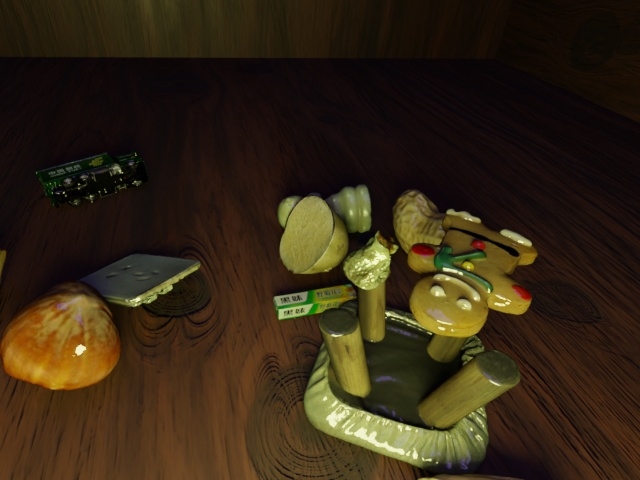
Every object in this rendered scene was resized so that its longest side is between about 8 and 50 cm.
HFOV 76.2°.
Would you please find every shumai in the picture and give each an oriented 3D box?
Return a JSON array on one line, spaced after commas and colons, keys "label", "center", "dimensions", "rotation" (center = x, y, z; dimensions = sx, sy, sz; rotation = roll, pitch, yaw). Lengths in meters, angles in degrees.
[{"label": "shumai", "center": [0.076, 0.022, 0.630], "dimensions": [0.082, 0.080, 0.083], "rotation": [9, 38, 9]}]

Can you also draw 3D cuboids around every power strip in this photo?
[{"label": "power strip", "center": [-0.378, 0.094, 0.847], "dimensions": [0.213, 0.065, 0.198], "rotation": [5, 20, 25]}]

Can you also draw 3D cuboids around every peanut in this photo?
[{"label": "peanut", "center": [0.281, -0.012, 1.006], "dimensions": [0.140, 0.153, 0.325], "rotation": [-11, 47, -27]}]

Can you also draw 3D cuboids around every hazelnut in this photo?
[{"label": "hazelnut", "center": [-0.427, 0.159, 0.674], "dimensions": [0.182, 0.182, 0.182], "rotation": [3, 37, -3]}]

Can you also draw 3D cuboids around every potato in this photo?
[{"label": "potato", "center": [0.000, 0.000, 0.980], "dimensions": [0.117, 0.182, 0.202], "rotation": [24, 15, -36]}]

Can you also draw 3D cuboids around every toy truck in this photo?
[{"label": "toy truck", "center": [-0.640, -0.179, 1.166], "dimensions": [0.259, 0.088, 0.121], "rotation": [-27, 48, -34]}]

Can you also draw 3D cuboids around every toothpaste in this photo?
[{"label": "toothpaste", "center": [-0.009, 0.131, 0.876], "dimensions": [0.178, 0.037, 0.043], "rotation": [-7, 40, -16]}]

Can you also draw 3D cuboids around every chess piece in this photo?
[{"label": "chess piece", "center": [0.006, -0.079, 1.090], "dimensions": [0.243, 0.133, 0.133], "rotation": [-3, 38, -4]}]

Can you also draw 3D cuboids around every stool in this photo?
[{"label": "stool", "center": [0.149, 0.172, 0.690], "dimensions": [0.310, 0.226, 0.310], "rotation": [13, 38, 12]}]

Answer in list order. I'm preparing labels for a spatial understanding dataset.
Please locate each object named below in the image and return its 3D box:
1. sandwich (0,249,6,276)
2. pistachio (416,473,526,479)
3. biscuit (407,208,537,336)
[{"label": "sandwich", "center": [-0.687, 0.115, 0.746], "dimensions": [0.122, 0.128, 0.236], "rotation": [16, 37, 20]}, {"label": "pistachio", "center": [0.225, 0.369, 0.502], "dimensions": [0.229, 0.157, 0.157], "rotation": [6, 35, 21]}, {"label": "biscuit", "center": [0.239, 0.043, 0.652], "dimensions": [0.197, 0.049, 0.301], "rotation": [24, 41, 27]}]
